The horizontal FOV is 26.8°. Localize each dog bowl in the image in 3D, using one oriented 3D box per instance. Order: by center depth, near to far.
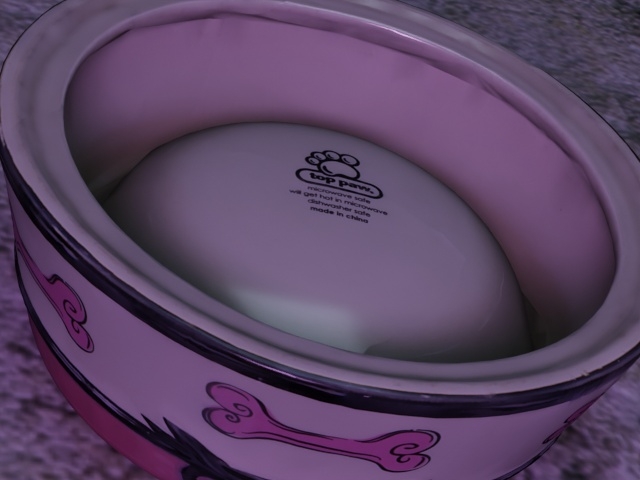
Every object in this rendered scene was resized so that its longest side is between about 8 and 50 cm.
[{"bbox_3d":[0.000,0.000,0.819,0.408,0.150,0.408,12,37,-9],"label":"dog bowl"}]
